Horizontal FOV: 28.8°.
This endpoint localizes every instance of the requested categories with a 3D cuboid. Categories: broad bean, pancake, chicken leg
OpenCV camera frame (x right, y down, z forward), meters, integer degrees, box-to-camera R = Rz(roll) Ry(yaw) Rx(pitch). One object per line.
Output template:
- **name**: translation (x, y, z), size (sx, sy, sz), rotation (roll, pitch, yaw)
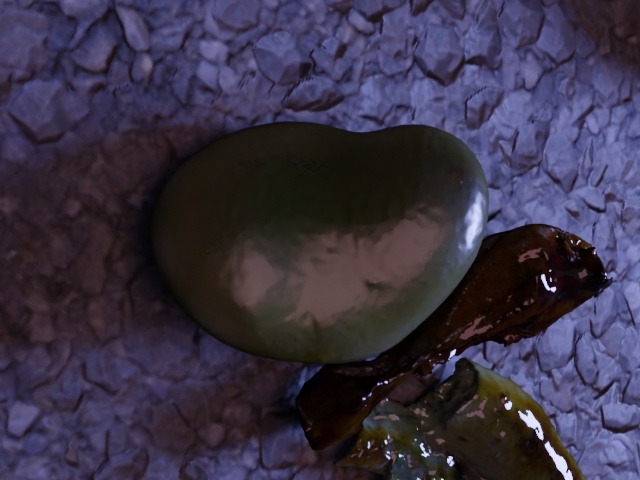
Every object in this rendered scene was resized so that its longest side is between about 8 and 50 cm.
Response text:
- **broad bean**: translation (0.000, 0.000, 0.936), size (0.263, 0.121, 0.189), rotation (-9, 78, -20)
- **pancake**: translation (0.144, 0.313, 1.067), size (0.305, 0.067, 0.427), rotation (1, 94, -29)
- **chicken leg**: translation (0.103, 0.071, 1.006), size (0.304, 0.113, 0.093), rotation (-30, 87, -24)
